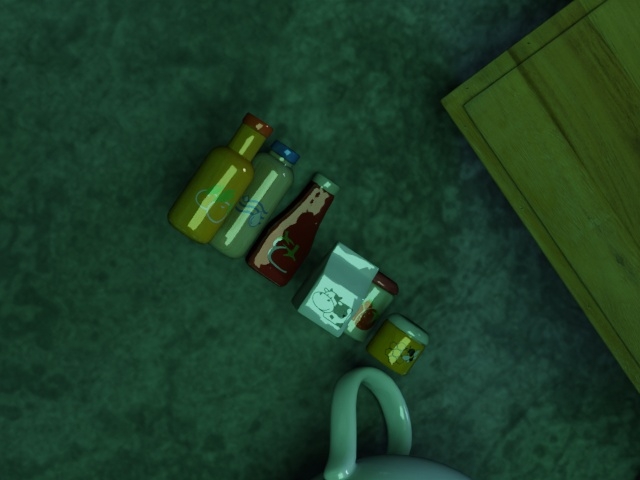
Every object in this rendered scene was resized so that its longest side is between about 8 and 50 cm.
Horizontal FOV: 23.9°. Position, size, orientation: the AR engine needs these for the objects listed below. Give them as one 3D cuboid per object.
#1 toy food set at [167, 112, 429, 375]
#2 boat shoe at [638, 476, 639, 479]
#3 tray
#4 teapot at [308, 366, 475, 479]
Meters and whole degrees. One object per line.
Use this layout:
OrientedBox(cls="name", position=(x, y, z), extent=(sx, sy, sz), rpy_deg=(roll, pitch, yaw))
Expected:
OrientedBox(cls="toy food set", position=(0.000, 0.000, 1.202), extent=(0.232, 0.111, 0.104), rpy_deg=(34, 93, -11))
OrientedBox(cls="boat shoe", position=(0.420, 0.157, 1.296), extent=(0.132, 0.130, 0.355), rpy_deg=(37, 91, -14))
OrientedBox(cls="tray", position=(0.292, 0.000, 1.170), extent=(0.203, 0.076, 0.411), rpy_deg=(-36, 86, 28))
OrientedBox(cls="teapot", position=(0.072, 0.273, 1.232), extent=(0.252, 0.187, 0.256), rpy_deg=(30, 112, 13))
